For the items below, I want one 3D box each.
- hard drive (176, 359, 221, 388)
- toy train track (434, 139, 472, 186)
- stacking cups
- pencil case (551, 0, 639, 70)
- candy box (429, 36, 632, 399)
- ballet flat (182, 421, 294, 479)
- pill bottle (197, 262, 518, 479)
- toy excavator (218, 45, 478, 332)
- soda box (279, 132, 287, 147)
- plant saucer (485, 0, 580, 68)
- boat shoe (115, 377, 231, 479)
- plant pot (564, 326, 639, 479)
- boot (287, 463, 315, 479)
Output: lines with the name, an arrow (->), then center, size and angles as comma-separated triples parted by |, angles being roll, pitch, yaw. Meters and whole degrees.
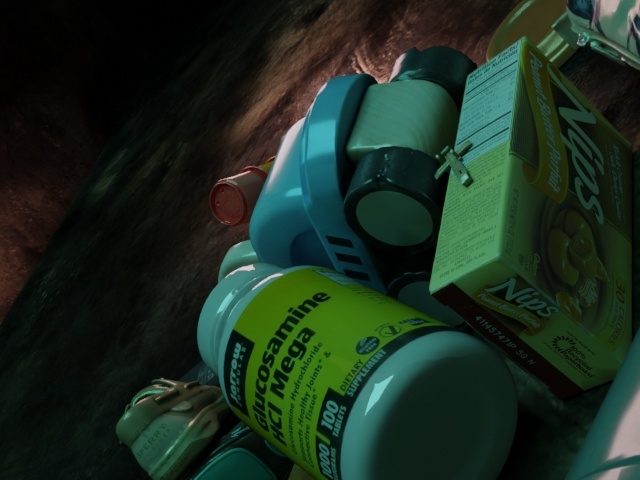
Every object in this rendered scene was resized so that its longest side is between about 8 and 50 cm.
hard drive -> -0.177, 0.215, 1.584 | 0.135, 0.022, 0.094 | -40, 25, 25
toy train track -> 0.124, -0.073, 0.980 | 0.048, 0.014, 0.083 | -47, 22, 14
stacking cups -> -0.026, -0.084, 1.469 | 0.096, 0.096, 0.316 | -33, -3, 37
pencil case -> 0.372, -0.209, 1.014 | 0.183, 0.160, 0.410 | -55, 20, 17
candy box -> 0.213, -0.030, 1.008 | 0.087, 0.183, 0.316 | -32, 29, 38
ballet flat -> -0.070, 0.249, 1.257 | 0.280, 0.095, 0.096 | -42, 12, -4
pill bottle -> 0.017, 0.133, 1.034 | 0.188, 0.188, 0.334 | -55, 37, -9
toy excavator -> 0.000, 0.000, 1.270 | 0.445, 0.433, 0.222 | -1, 48, 26
soda box -> -0.019, -0.081, 1.647 | 0.098, 0.091, 0.286 | -35, 27, 31
plant saucer -> 0.298, -0.288, 1.435 | 0.200, 0.037, 0.200 | -41, 25, 24
boat shoe -> -0.190, 0.226, 1.371 | 0.122, 0.110, 0.341 | -50, 1, -4
plant pot -> 0.271, 0.131, 0.505 | 0.341, 0.341, 0.334 | -22, 28, 50
boot -> -0.059, 0.313, 1.116 | 0.264, 0.096, 0.280 | -26, 32, 47
